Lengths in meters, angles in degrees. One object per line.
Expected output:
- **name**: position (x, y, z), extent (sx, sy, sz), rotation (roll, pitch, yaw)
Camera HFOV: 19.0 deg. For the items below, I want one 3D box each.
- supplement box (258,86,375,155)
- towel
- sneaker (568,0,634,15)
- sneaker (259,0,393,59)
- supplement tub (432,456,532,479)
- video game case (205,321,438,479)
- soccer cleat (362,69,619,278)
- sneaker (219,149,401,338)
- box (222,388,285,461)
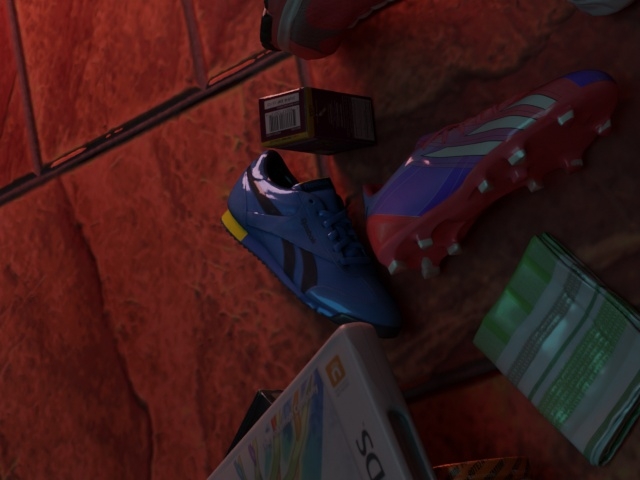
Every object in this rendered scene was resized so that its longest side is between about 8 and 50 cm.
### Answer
- **supplement box**: position (-0.002, -0.097, 1.562), extent (0.055, 0.083, 0.043), rotation (-11, 79, 41)
- **towel**: position (0.184, 0.080, 1.422), extent (0.152, 0.023, 0.113), rotation (45, 115, 35)
- **sneaker**: position (0.194, -0.283, 1.375), extent (0.090, 0.115, 0.232), rotation (5, 90, 42)
- **sneaker**: position (0.032, -0.214, 1.460), extent (0.136, 0.314, 0.116), rotation (15, 69, 3)
- **supplement tub**: position (0.122, 0.258, 1.403), extent (0.117, 0.117, 0.190), rotation (-16, 77, 40)
- **video game case**: position (-0.001, 0.275, 1.443), extent (0.329, 0.036, 0.300), rotation (-51, 50, 41)
- **soccer cleat**: position (0.121, -0.066, 1.455), extent (0.248, 0.083, 0.095), rotation (-42, 56, 35)
- **sneaker**: position (0.000, 0.000, 1.565), extent (0.209, 0.069, 0.082), rotation (42, 110, 36)
- **box**: position (-0.006, 0.254, 1.563), extent (0.220, 0.051, 0.175), rotation (42, 115, 36)
